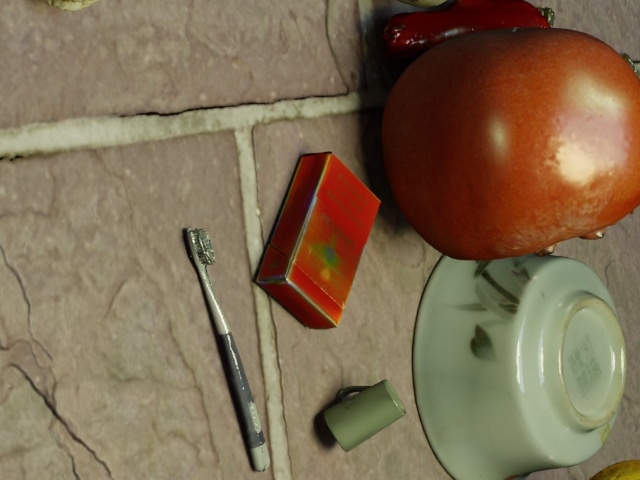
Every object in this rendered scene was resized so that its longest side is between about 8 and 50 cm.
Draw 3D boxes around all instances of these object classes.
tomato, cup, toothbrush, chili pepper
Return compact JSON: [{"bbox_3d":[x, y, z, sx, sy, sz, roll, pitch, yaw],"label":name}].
[{"bbox_3d":[0.246,-0.127,2.022,0.341,0.341,0.273,-27,103,-47],"label":"tomato"},{"bbox_3d":[0.285,0.155,2.189,0.347,0.163,0.347,6,82,-49],"label":"cup"},{"bbox_3d":[0.052,0.199,1.967,0.054,0.083,0.075,57,8,-12],"label":"cup"},{"bbox_3d":[-0.097,0.120,1.842,0.024,0.026,0.288,-29,110,-44],"label":"toothbrush"},{"bbox_3d":[0.196,-0.260,2.154,0.387,0.110,0.110,-6,92,-49],"label":"chili pepper"}]

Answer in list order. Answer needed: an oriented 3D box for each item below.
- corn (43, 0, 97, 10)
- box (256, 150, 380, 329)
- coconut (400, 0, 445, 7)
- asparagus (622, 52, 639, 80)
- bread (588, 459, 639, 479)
[{"bbox_3d":[-0.208,-0.292,1.700,0.211,0.087,0.087,-37,115,-51],"label":"corn"},{"bbox_3d":[-0.001,0.000,1.945,0.112,0.048,0.175,45,55,-40],"label":"box"},{"bbox_3d":[0.134,-0.375,2.048,0.183,0.170,0.171,-44,120,-39],"label":"coconut"},{"bbox_3d":[0.497,-0.177,2.565,0.034,0.027,0.236,-53,126,-43],"label":"asparagus"},{"bbox_3d":[0.387,0.400,2.071,0.145,0.268,0.268,-22,104,-40],"label":"bread"}]
